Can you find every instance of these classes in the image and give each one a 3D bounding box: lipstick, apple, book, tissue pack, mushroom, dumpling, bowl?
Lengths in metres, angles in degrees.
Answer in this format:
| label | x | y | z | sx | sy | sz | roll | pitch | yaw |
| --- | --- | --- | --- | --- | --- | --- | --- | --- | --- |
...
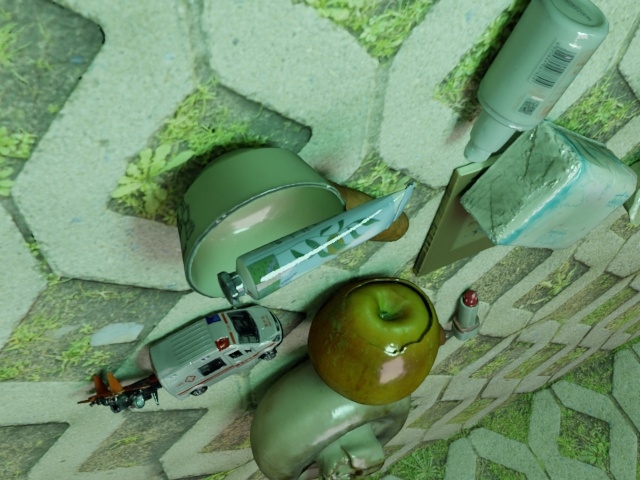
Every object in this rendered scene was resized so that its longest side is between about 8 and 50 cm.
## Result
| label | x | y | z | sx | sy | sz | roll | pitch | yaw |
| --- | --- | --- | --- | --- | --- | --- | --- | --- | --- |
| lipstick | 0.344 | 0.164 | 1.688 | 0.063 | 0.057 | 0.186 | -24 | 147 | -12 |
| apple | 0.100 | 0.170 | 1.293 | 0.236 | 0.237 | 0.208 | -4 | 129 | -41 |
| book | 0.293 | -0.055 | 1.306 | 0.216 | 0.021 | 0.310 | -20 | 151 | -21 |
| tissue pack | 0.385 | -0.081 | 1.205 | 0.271 | 0.124 | 0.201 | 3 | 140 | -49 |
| mushroom | 0.037 | 0.399 | 1.509 | 0.362 | 0.295 | 0.362 | -22 | 151 | -13 |
| dumpling | 0.693 | -0.120 | 1.491 | 0.215 | 0.126 | 0.167 | -13 | 132 | -25 |
| bowl | -0.084 | -0.034 | 0.870 | 0.211 | 0.112 | 0.211 | -25 | 152 | -14 |

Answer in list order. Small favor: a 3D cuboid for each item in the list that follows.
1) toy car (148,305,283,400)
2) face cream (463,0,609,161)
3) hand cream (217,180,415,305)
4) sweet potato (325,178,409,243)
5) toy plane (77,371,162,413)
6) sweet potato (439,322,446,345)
| label | x | y | z | sx | sy | sz | roll | pitch | yaw |
| --- | --- | --- | --- | --- | --- | --- | --- | --- | --- |
| toy car | -0.165 | 0.167 | 1.152 | 0.209 | 0.089 | 0.108 | -27 | 147 | -1 |
| face cream | 0.263 | -0.200 | 0.949 | 0.101 | 0.101 | 0.252 | -12 | 148 | -32 |
| hand cream | 0.000 | 0.000 | 0.847 | 0.256 | 0.055 | 0.088 | -27 | 157 | -20 |
| sweet potato | 0.057 | -0.035 | 1.058 | 0.314 | 0.066 | 0.072 | 13 | 90 | -52 |
| toy plane | -0.296 | 0.246 | 1.181 | 0.130 | 0.061 | 0.189 | -18 | 163 | 28 |
| sweet potato | 0.253 | 0.214 | 1.682 | 0.055 | 0.058 | 0.202 | 4 | 168 | 35 |
